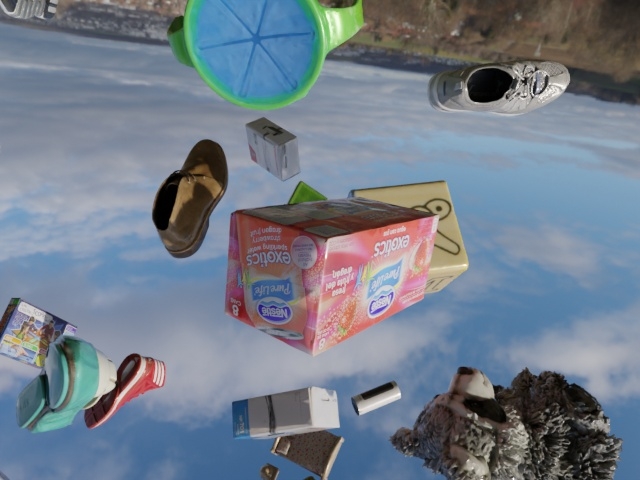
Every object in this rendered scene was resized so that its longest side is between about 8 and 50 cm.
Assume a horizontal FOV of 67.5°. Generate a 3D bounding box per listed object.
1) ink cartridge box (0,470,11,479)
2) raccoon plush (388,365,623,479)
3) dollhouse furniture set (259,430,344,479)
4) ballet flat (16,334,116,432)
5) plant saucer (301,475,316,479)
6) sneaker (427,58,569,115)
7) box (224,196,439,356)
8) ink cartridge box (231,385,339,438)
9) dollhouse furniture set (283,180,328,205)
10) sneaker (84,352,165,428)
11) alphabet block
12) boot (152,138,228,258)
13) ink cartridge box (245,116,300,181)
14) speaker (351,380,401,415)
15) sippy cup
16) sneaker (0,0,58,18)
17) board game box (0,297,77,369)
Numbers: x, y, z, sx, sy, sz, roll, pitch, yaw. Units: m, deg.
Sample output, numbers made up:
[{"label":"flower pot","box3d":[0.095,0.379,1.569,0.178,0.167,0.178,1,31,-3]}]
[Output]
[{"label":"ink cartridge box","box3d":[-0.951,0.721,1.403,0.175,0.371,0.069,17,-138,31]},{"label":"raccoon plush","box3d":[0.303,0.398,0.709,0.299,0.216,0.447,-13,-108,-32]},{"label":"dollhouse furniture set","box3d":[-0.023,0.661,1.441,0.303,0.174,0.356,16,-117,24]},{"label":"ballet flat","box3d":[-0.304,0.174,0.592,0.087,0.247,0.083,1,-119,-43]},{"label":"plant saucer","box3d":[-0.049,0.899,1.575,0.188,0.045,0.188,-10,-145,-40]},{"label":"sneaker","box3d":[0.349,-0.280,0.890,0.281,0.105,0.115,-12,-164,-11]},{"label":"box","box3d":[0.028,0.027,0.668,0.154,0.142,0.300,17,-163,33]},{"label":"ink cartridge box","box3d":[-0.073,0.374,1.029,0.190,0.082,0.139,-16,153,21]},{"label":"dollhouse furniture set","box3d":[0.000,0.000,1.414,0.301,0.197,0.151,33,-119,-10]},{"label":"sneaker","box3d":[-0.459,0.374,1.161,0.128,0.221,0.087,32,-164,-51]},{"label":"alphabet block","box3d":[0.156,0.007,0.974,0.197,0.193,0.193,-6,162,-8]},{"label":"boot","box3d":[-0.278,-0.121,1.033,0.112,0.115,0.305,-1,-123,13]},{"label":"ink cartridge box","box3d":[-0.109,-0.212,1.109,0.056,0.099,0.135,-30,-132,-27]},{"label":"speaker","box3d":[0.157,0.448,1.362,0.136,0.055,0.055,-17,-153,-15]},{"label":"sippy cup","box3d":[-0.096,-0.384,0.844,0.305,0.240,0.224,24,-142,-13]},{"label":"sneaker","box3d":[-0.466,-0.373,0.669,0.132,0.086,0.229,19,-171,-18]},{"label":"board game box","box3d":[-0.740,0.251,1.245,0.035,0.201,0.136,-2,-122,20]}]
